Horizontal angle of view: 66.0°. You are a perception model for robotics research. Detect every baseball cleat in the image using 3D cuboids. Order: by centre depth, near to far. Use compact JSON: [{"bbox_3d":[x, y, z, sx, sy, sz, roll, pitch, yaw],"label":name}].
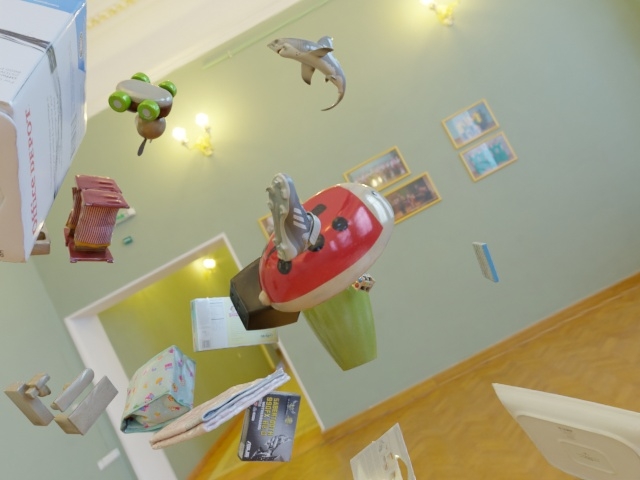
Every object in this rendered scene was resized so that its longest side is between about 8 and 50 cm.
[{"bbox_3d":[-0.052,-0.056,1.001,0.109,0.072,0.206,-26,-42,-31],"label":"baseball cleat"}]

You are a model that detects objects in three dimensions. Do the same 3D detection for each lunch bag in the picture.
[{"bbox_3d":[-0.581,0.537,1.735,0.262,0.160,0.223,-31,35,11],"label":"lunch bag"}]

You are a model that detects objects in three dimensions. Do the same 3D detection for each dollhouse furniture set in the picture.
[{"bbox_3d":[-0.590,0.346,1.129,0.151,0.144,0.123,-10,28,27],"label":"dollhouse furniture set"},{"bbox_3d":[-0.728,-0.058,1.294,0.373,0.152,0.201,0,-54,-40],"label":"dollhouse furniture set"}]

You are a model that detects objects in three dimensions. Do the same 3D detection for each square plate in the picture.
[{"bbox_3d":[0.600,0.464,1.103,0.347,0.344,0.049,-5,42,54],"label":"square plate"}]

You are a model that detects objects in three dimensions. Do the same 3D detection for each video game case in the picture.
[{"bbox_3d":[0.511,0.064,1.530,0.015,0.119,0.166,-20,-1,7],"label":"video game case"}]

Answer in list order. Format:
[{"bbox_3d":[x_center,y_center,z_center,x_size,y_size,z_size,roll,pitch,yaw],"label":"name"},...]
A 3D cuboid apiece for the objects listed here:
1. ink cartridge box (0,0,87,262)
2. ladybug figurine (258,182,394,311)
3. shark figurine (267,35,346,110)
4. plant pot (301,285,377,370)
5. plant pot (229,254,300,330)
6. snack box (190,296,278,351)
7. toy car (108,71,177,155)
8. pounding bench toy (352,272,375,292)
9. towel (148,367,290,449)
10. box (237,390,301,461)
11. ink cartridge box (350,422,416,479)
[{"bbox_3d":[-0.503,-0.204,0.788,0.166,0.395,0.286,9,-49,-17],"label":"ink cartridge box"},{"bbox_3d":[0.000,0.000,1.319,0.449,0.162,0.305,-45,40,-17],"label":"ladybug figurine"},{"bbox_3d":[0.018,-0.454,1.261,0.166,0.116,0.278,-4,-26,39],"label":"shark figurine"},{"bbox_3d":[0.090,0.320,1.827,0.274,0.294,0.275,-21,-11,-4],"label":"plant pot"},{"bbox_3d":[-0.173,0.167,1.487,0.166,0.188,0.187,-23,-25,-23],"label":"plant pot"},{"bbox_3d":[-0.317,0.305,1.844,0.321,0.187,0.060,1,-15,-33],"label":"snack box"},{"bbox_3d":[-0.484,-0.333,1.351,0.155,0.148,0.189,-77,4,-50],"label":"toy car"},{"bbox_3d":[0.134,0.134,1.703,0.065,0.083,0.052,14,-67,-40],"label":"pounding bench toy"},{"bbox_3d":[-0.294,0.489,1.446,0.317,0.054,0.331,-33,-9,40],"label":"towel"},{"bbox_3d":[-0.177,0.643,1.713,0.182,0.231,0.056,14,-8,-25],"label":"box"},{"bbox_3d":[0.203,0.715,1.433,0.060,0.275,0.239,26,-61,-29],"label":"ink cartridge box"}]
